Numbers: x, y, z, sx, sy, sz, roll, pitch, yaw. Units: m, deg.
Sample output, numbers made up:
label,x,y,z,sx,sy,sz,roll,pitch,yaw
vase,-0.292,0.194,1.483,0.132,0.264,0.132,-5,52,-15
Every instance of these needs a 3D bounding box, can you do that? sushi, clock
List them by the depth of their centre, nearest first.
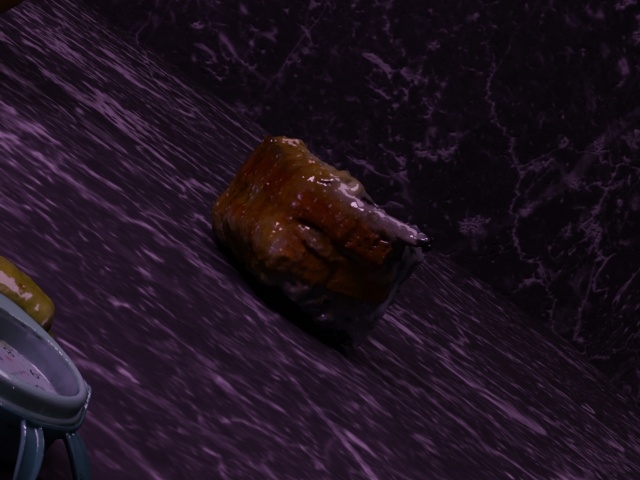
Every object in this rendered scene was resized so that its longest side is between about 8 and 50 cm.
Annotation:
label,x,y,z,sx,sy,sz,roll,pitch,yaw
clock,-0.150,0.062,0.686,0.135,0.041,0.101,42,8,30
sushi,0.000,0.000,1.481,0.184,0.139,0.274,36,3,-20

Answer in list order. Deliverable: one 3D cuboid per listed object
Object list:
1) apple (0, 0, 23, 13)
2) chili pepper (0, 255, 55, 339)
label,x,y,z,sx,sy,sz,roll,pitch,yaw
apple,-0.377,-0.376,1.453,0.339,0.339,0.339,36,6,-5
chili pepper,-0.218,-0.006,0.806,0.208,0.043,0.049,37,19,6
